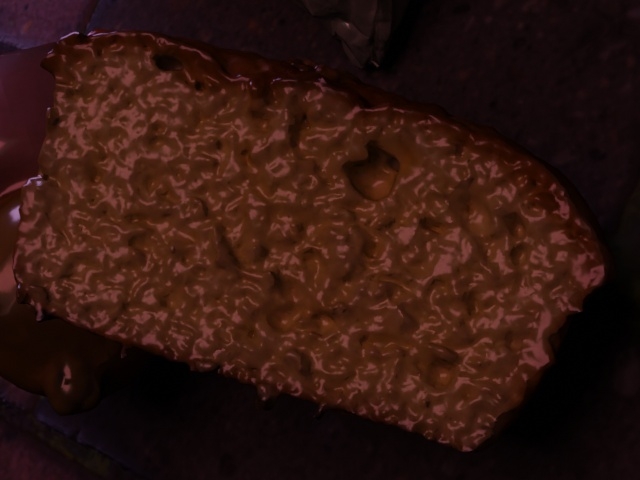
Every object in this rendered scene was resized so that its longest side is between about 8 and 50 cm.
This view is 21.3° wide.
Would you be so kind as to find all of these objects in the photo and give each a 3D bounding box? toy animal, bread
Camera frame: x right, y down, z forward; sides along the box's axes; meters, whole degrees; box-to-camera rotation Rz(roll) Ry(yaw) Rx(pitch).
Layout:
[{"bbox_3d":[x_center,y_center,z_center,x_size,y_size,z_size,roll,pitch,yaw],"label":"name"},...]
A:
[{"bbox_3d":[-0.169,-0.008,1.132,0.195,0.169,0.281,-39,54,33],"label":"toy animal"},{"bbox_3d":[0.000,0.000,0.996,0.340,0.179,0.194,17,90,10],"label":"bread"}]

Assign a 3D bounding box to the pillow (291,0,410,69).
[{"bbox_3d":[0.006,-0.304,1.108,0.283,0.138,0.310,51,136,30],"label":"pillow"}]
